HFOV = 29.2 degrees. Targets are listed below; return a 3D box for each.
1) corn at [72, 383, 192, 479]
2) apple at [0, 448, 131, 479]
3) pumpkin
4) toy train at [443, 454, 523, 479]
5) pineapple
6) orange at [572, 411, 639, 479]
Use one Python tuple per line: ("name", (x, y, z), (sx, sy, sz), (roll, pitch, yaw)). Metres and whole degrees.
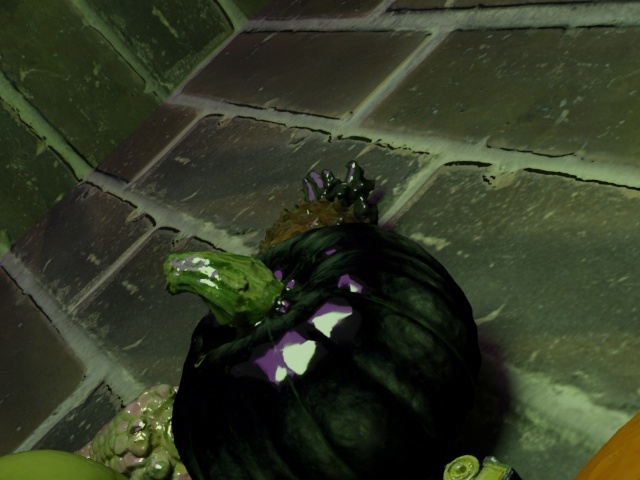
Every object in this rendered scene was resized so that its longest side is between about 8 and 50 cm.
("corn", (-0.203, 0.253, 1.273), (0.335, 0.127, 0.126), (-41, 16, 46))
("apple", (-0.247, 0.331, 1.056), (0.292, 0.292, 0.254), (-43, 14, -5))
("pumpkin", (-0.012, 0.097, 1.080), (0.296, 0.296, 0.296), (-34, 23, 17))
("toy train", (0.092, 0.248, 0.919), (0.081, 0.060, 0.202), (5, 50, 52))
("pineapple", (0.000, 0.000, 1.445), (0.170, 0.141, 0.310), (-60, 7, 22))
("orange", (0.240, 0.205, 0.361), (0.424, 0.326, 0.424), (-3, 21, 1))
